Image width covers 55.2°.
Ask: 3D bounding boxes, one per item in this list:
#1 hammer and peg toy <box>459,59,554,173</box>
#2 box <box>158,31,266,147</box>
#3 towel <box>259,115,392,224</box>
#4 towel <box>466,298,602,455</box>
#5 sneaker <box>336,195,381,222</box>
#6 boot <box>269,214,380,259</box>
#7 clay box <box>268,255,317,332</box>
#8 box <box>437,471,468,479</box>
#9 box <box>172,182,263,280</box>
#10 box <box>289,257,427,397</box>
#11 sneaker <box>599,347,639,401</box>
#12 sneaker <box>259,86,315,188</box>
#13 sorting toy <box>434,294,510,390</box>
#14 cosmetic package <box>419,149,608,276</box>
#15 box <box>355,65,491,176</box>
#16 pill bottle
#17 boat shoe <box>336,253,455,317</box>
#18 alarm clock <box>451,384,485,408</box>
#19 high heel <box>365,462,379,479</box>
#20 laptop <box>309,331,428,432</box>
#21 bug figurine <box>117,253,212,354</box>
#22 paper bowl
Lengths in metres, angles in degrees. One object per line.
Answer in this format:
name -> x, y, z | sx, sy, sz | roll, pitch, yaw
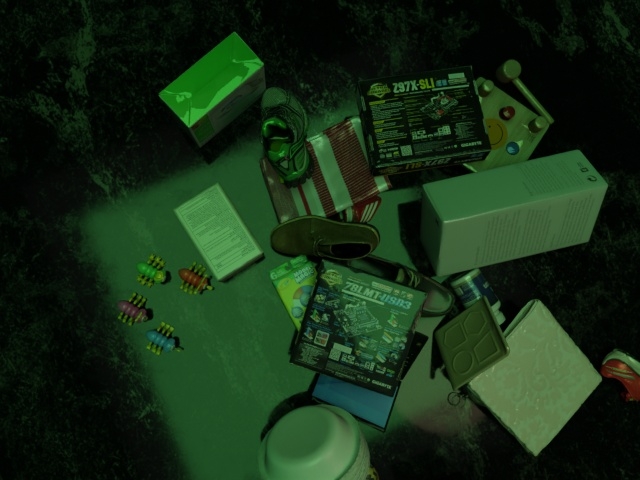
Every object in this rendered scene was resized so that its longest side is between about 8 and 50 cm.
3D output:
hammer and peg toy -> 0.531, -0.346, 1.777 | 0.266, 0.127, 0.361 | 35, 83, 0
box -> -0.288, -0.405, 1.677 | 0.262, 0.231, 0.127 | -42, 88, -7
towel -> 0.007, -0.185, 1.710 | 0.329, 0.037, 0.237 | -23, 76, 11
towel -> 0.596, 0.384, 1.706 | 0.317, 0.053, 0.332 | -45, 106, -10
sneaker -> 0.101, -0.150, 1.770 | 0.128, 0.087, 0.221 | 0, 79, -25
boot -> 0.000, 0.000, 1.638 | 0.305, 0.115, 0.112 | 0, 110, 14
clay box -> -0.045, 0.158, 1.728 | 0.127, 0.053, 0.222 | -28, 88, -6
box -> 0.349, 0.730, 1.589 | 0.165, 0.270, 0.143 | -19, 86, -5
box -> -0.278, -0.019, 1.693 | 0.148, 0.127, 0.232 | -32, 88, -6
box -> 0.099, 0.229, 1.624 | 0.295, 0.073, 0.293 | 17, 91, 4
sneaker -> 0.927, 0.424, 1.759 | 0.279, 0.107, 0.118 | 36, 102, 3
sneaker -> -0.103, -0.313, 1.675 | 0.134, 0.146, 0.343 | -24, 51, 9
sorting toy -> 0.409, 0.279, 1.655 | 0.038, 0.193, 0.208 | 24, 125, -30
cosmetic package -> 0.515, -0.073, 1.681 | 0.453, 0.230, 0.161 | -13, 48, -6
box -> 0.275, -0.323, 1.657 | 0.322, 0.079, 0.257 | -9, 74, -4
pill bottle -> 0.451, 0.168, 1.739 | 0.094, 0.094, 0.169 | -32, 88, -6
boat shoe -> 0.211, 0.128, 1.709 | 0.355, 0.130, 0.132 | 19, 84, -2
alarm clock -> 0.457, 0.416, 1.735 | 0.192, 0.064, 0.129 | -32, 88, -3
high heel -> 0.027, 0.667, 1.660 | 0.261, 0.093, 0.186 | -31, 81, -15
laptop -> 0.132, 0.347, 1.674 | 0.234, 0.136, 0.264 | 25, 117, -2
bug figurine -> -0.439, 0.169, 1.692 | 0.216, 0.072, 0.279 | 26, 84, -1
paper bowl -> -0.027, 0.540, 1.565 | 0.284, 0.284, 0.148 | -25, 121, -6
